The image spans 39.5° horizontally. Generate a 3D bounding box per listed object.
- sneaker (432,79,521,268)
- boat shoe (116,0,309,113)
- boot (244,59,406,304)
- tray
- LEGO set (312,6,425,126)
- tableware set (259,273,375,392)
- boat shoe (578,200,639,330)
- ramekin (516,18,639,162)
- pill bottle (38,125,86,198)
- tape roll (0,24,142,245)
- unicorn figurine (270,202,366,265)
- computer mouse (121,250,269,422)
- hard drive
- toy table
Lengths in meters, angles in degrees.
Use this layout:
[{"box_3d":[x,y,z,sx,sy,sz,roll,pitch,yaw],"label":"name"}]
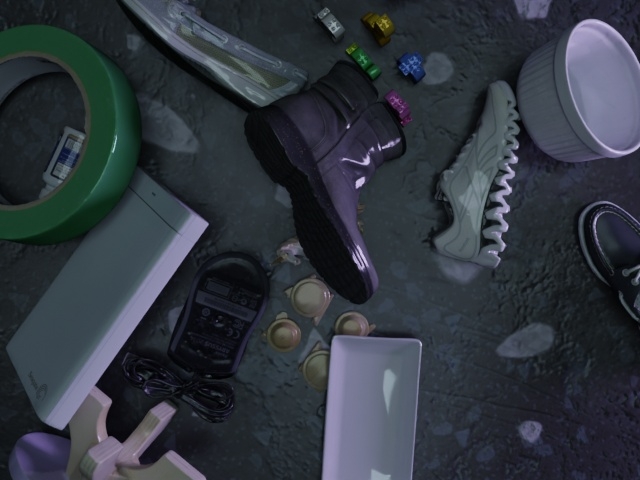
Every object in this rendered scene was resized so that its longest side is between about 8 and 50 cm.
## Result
[{"box_3d":[0.243,-0.107,1.384,0.118,0.110,0.292,8,91,7],"label":"sneaker"},{"box_3d":[-0.170,-0.304,1.365,0.320,0.118,0.103,35,84,-6],"label":"boat shoe"},{"box_3d":[0.054,-0.094,1.346,0.222,0.118,0.338,-32,101,-31],"label":"boot"},{"box_3d":[0.078,0.283,1.411,0.145,0.030,0.270,3,95,-4],"label":"tray"},{"box_3d":[0.092,-0.294,1.376,0.087,0.093,0.227,-41,92,0],"label":"LEGO set"},{"box_3d":[-0.006,0.148,1.421,0.168,0.020,0.141,41,92,-3],"label":"tableware set"},{"box_3d":[0.515,0.068,1.394,0.114,0.091,0.302,-37,92,0],"label":"boat shoe"},{"box_3d":[0.389,-0.215,1.339,0.207,0.109,0.207,10,73,-36],"label":"ramekin"},{"box_3d":[-0.389,-0.111,1.383,0.067,0.067,0.120,25,90,-2],"label":"pill bottle"},{"box_3d":[-0.425,-0.155,1.324,0.321,0.077,0.321,-3,81,18],"label":"tape roll"},{"box_3d":[0.000,0.000,1.403,0.111,0.060,0.162,27,72,-4],"label":"unicorn figurine"},{"box_3d":[-0.174,0.133,1.395,0.188,0.072,0.272,27,100,-9],"label":"computer mouse"},{"box_3d":[-0.324,0.072,1.319,0.047,0.233,0.353,35,91,-38],"label":"hard drive"},{"box_3d":[-0.312,0.333,1.320,0.274,0.252,0.161,33,104,-2],"label":"toy table"}]
